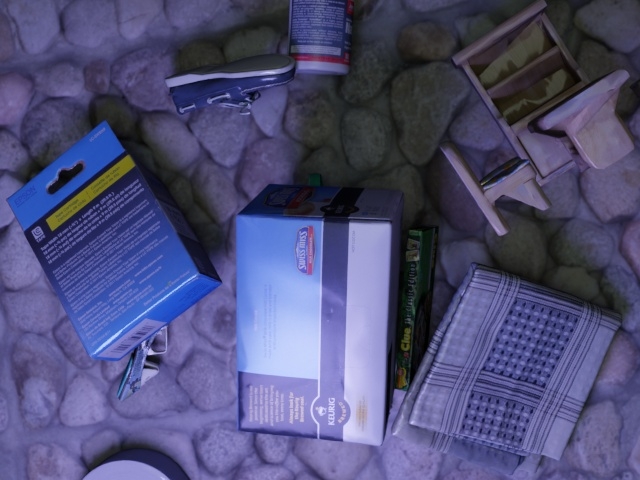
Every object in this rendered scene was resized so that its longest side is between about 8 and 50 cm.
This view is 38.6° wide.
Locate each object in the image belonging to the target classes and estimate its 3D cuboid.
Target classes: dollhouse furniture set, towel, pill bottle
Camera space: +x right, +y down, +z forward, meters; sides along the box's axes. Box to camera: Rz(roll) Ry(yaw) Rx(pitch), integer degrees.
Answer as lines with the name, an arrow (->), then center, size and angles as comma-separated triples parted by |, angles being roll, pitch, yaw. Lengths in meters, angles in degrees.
dollhouse furniture set -> 0.334, -0.223, 1.324 | 0.362, 0.394, 0.256 | -33, 90, 9
towel -> 0.306, 0.222, 1.476 | 0.312, 0.056, 0.324 | 19, 102, -24
pill bottle -> 0.001, -0.366, 1.497 | 0.108, 0.108, 0.180 | 4, 97, 7

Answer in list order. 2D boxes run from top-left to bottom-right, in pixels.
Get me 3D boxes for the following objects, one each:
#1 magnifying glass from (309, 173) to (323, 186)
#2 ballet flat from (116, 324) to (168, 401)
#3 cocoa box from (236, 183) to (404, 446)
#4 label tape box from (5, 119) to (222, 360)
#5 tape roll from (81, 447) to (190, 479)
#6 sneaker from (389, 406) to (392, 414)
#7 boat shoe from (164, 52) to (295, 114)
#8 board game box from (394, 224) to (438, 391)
magnifying glass -> 0.000, 0.000, 1.551 | 0.026, 0.092, 0.231 | -5, 105, 5
ballet flat -> -0.308, 0.204, 1.616 | 0.070, 0.070, 0.188 | 19, 101, 5
cocoa box -> 0.001, 0.103, 1.409 | 0.228, 0.231, 0.347 | 3, 105, 9
label tape box -> -0.355, 0.001, 1.566 | 0.240, 0.106, 0.334 | -36, 71, 9
tape roll -> -0.334, 0.490, 1.640 | 0.219, 0.072, 0.219 | 1, 95, 7
sneaker -> 0.062, 0.227, 1.578 | 0.089, 0.051, 0.170 | -12, 98, 8
boat shoe -> -0.147, -0.253, 1.511 | 0.254, 0.095, 0.079 | -4, 114, 27
board game box -> 0.159, 0.107, 1.508 | 0.030, 0.136, 0.260 | 6, 96, 20
